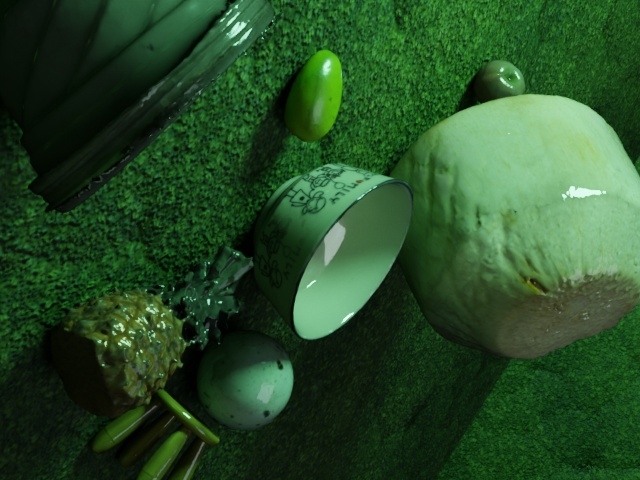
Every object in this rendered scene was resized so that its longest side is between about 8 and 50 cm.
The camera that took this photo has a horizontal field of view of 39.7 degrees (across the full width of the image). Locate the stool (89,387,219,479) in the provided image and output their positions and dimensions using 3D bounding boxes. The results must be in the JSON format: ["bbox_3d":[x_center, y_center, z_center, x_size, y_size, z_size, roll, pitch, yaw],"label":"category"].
[{"bbox_3d":[-0.199,0.251,1.095,0.110,0.135,0.134,-47,108,-13],"label":"stool"}]

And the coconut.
[{"bbox_3d":[0.295,-0.035,1.350,0.415,0.415,0.344,-44,146,-25],"label":"coconut"}]

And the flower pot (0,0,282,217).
[{"bbox_3d":[-0.155,-0.140,0.648,0.235,0.235,0.140,-47,109,-20],"label":"flower pot"}]

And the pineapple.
[{"bbox_3d":[-0.168,0.085,0.959,0.248,0.128,0.128,-33,145,-47],"label":"pineapple"}]

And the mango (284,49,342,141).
[{"bbox_3d":[-0.006,-0.167,1.026,0.073,0.056,0.108,7,101,-66],"label":"mango"}]

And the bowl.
[{"bbox_3d":[0.000,0.000,1.136,0.238,0.126,0.237,-41,149,-31],"label":"bowl"}]

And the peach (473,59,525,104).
[{"bbox_3d":[0.281,-0.243,1.403,0.083,0.083,0.083,-40,149,-30],"label":"peach"}]

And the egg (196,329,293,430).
[{"bbox_3d":[-0.106,0.189,1.181,0.131,0.131,0.164,-35,169,-38],"label":"egg"}]
